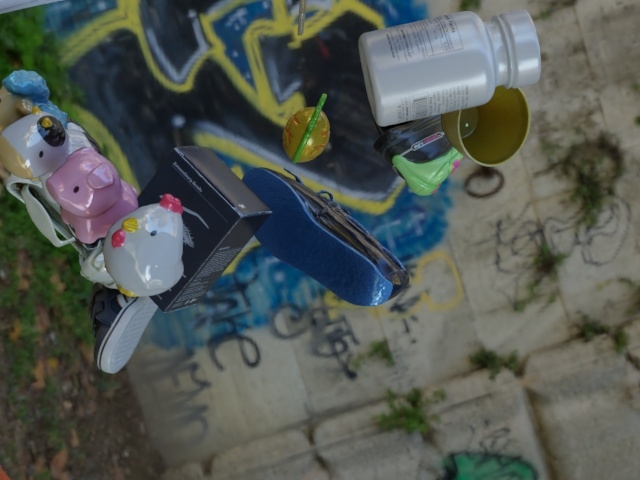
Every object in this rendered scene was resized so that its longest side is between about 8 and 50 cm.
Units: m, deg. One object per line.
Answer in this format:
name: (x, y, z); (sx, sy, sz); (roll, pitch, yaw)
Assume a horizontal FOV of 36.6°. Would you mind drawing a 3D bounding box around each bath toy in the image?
bath toy: (-0.288, -0.074, 1.202); (0.348, 0.151, 0.129); (42, -62, 28)

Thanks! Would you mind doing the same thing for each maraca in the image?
maraca: (-0.025, -0.241, 2.100); (0.186, 0.099, 0.127); (120, -11, -56)

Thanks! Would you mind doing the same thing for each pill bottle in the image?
pill bottle: (0.176, -0.242, 1.327); (0.131, 0.229, 0.131); (-12, 90, -90)

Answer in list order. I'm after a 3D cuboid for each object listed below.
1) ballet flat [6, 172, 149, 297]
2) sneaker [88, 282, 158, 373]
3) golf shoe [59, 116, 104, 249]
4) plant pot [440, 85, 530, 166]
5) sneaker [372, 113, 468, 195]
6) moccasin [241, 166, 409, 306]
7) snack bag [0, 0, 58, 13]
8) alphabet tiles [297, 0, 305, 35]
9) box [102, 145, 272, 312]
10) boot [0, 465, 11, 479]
ballet flat: (-0.452, -0.004, 1.875); (0.400, 0.139, 0.139); (47, 3, -12)
sneaker: (-0.417, 0.148, 1.964); (0.321, 0.127, 0.126); (-70, 175, -61)
golf shoe: (-0.343, -0.079, 1.384); (0.094, 0.077, 0.198); (-124, -162, -62)
plant pot: (0.239, -0.185, 1.486); (0.095, 0.134, 0.134); (21, -49, 61)
sneaker: (0.223, -0.301, 2.049); (0.202, 0.185, 0.483); (34, 37, -13)
moccasin: (0.000, 0.000, 1.596); (0.342, 0.117, 0.138); (44, -60, 27)
snack bag: (-0.491, -0.451, 1.287); (0.037, 0.342, 0.323); (17, -57, 38)
alphabet tiles: (-0.018, -0.554, 1.750); (0.342, 0.011, 0.285); (97, -1, -58)
box: (-0.202, -0.018, 1.469); (0.153, 0.207, 0.108); (46, 19, 12)
boot: (-0.532, 0.415, 1.623); (0.085, 0.059, 0.158); (66, 4, 32)
